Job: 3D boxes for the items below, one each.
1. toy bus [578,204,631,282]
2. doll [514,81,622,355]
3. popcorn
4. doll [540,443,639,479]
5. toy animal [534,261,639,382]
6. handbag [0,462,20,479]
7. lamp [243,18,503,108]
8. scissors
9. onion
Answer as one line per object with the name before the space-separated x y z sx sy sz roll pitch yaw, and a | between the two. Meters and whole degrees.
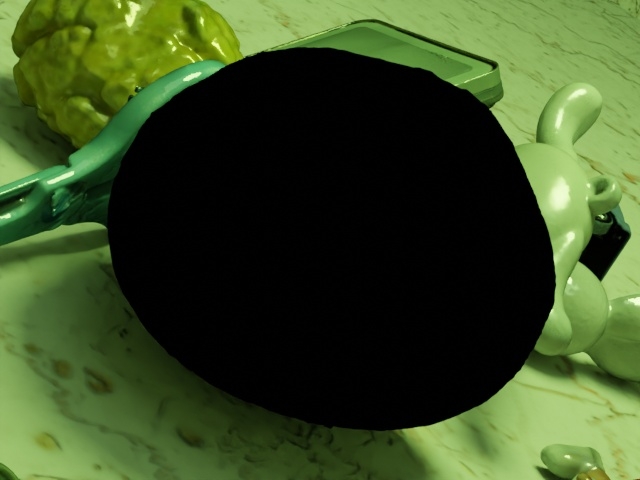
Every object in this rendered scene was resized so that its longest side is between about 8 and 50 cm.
toy bus | 0.171 -0.044 1.592 0.292 0.125 0.133 25 26 -7
doll | 0.145 -0.041 1.369 0.159 0.243 0.311 43 56 -20
popcorn | -0.172 -0.149 1.405 0.226 0.200 0.203 -1 -9 9
doll | 0.282 0.233 1.205 0.183 0.085 0.217 22 7 -19
toy animal | 0.256 0.070 1.478 0.221 0.103 0.131 15 26 -28
handbag | -0.108 0.213 0.649 0.079 0.256 0.219 -17 32 -1
lamp | 0.009 -0.153 1.531 0.269 0.047 0.266 -21 29 -23
scissors | -0.200 -0.040 1.174 0.032 0.180 0.393 41 39 21
onion | 0.000 0.000 1.114 0.337 0.282 0.260 36 21 17
